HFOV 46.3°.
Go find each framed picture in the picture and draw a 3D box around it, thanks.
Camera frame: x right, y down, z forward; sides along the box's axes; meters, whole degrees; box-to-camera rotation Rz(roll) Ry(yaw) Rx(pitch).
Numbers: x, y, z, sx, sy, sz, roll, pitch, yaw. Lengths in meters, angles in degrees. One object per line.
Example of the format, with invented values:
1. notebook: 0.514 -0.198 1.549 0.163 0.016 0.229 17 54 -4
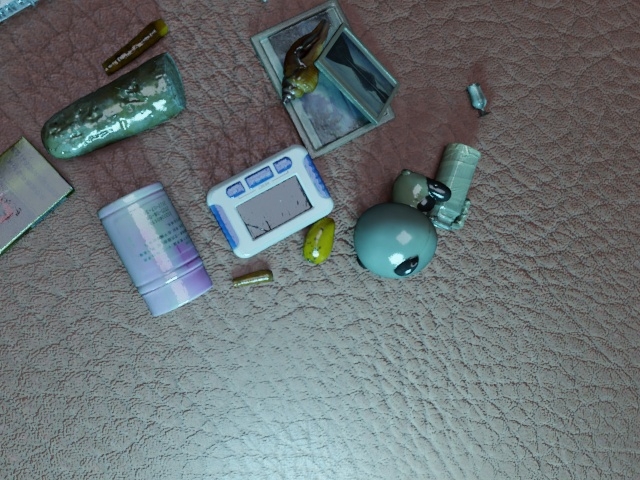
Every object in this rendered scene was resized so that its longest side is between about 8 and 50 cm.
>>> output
1. framed picture: 0.089 -0.380 1.704 0.203 0.015 0.150 43 55 -19
2. framed picture: 0.007 -0.374 1.730 0.232 0.024 0.315 -29 96 -10

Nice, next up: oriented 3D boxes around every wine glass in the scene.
1. wine glass: 0.380 -0.337 1.801 0.042 0.039 0.083 -25 97 -20

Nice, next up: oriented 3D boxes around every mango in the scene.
1. mango: 0.000 0.000 1.704 0.079 0.057 0.114 14 105 -53

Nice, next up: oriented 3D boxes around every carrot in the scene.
1. carrot: -0.407 -0.422 1.636 0.170 0.042 0.042 -40 98 -7
2. carrot: -0.152 0.086 1.698 0.093 0.032 0.032 -11 93 -7

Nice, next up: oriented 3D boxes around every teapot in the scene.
1. teapot: 0.320 -0.121 1.776 0.107 0.077 0.200 22 86 -31

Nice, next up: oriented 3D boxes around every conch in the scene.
1. conch: -0.040 -0.399 1.675 0.086 0.080 0.233 28 61 -45

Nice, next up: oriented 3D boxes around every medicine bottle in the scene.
1. medicine bottle: -0.350 0.018 1.594 0.152 0.152 0.254 -27 96 -10

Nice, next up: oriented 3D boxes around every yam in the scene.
1. yam: -0.435 -0.276 1.586 0.330 0.133 0.133 -29 96 -10

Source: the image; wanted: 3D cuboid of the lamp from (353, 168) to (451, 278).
1. lamp: 0.180 -0.032 1.687 0.197 0.198 0.244 29 77 -11

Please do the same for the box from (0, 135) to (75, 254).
1. box: -0.660 -0.085 1.571 0.240 0.071 0.159 -43 100 -9

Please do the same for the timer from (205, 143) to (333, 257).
1. timer: -0.115 -0.088 1.681 0.253 0.078 0.178 -28 97 -10

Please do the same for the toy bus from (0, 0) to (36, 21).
1. toy bus: -0.684 -0.497 1.544 0.301 0.113 0.139 -35 101 -11
